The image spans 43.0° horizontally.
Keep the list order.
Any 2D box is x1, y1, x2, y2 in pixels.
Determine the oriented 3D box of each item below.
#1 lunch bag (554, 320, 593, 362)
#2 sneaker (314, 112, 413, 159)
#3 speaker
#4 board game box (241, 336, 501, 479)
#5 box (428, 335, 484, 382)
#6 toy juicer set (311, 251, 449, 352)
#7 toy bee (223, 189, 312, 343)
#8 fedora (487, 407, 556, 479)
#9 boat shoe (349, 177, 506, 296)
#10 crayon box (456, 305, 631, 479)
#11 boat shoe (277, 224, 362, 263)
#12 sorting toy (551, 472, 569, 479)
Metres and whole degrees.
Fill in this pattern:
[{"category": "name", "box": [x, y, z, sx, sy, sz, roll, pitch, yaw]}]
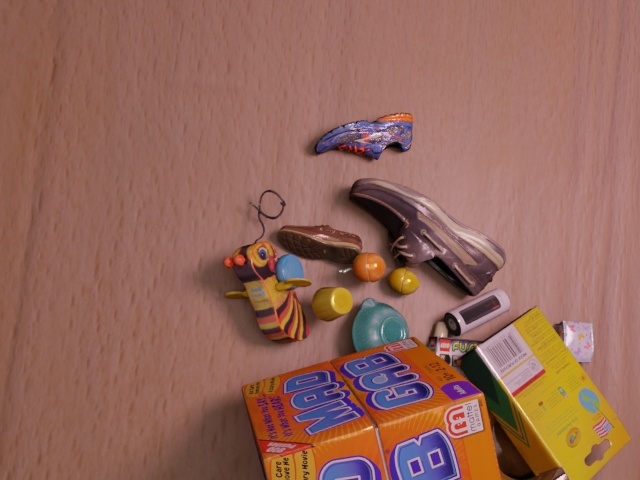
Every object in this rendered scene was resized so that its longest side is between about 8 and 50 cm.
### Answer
[{"category": "lunch bag", "box": [0.532, 0.215, 1.711, 0.071, 0.053, 0.083, 5, 71, -8]}, {"category": "sneaker", "box": [0.096, -0.210, 1.714, 0.221, 0.083, 0.087, -12, 90, -5]}, {"category": "speaker", "box": [0.325, 0.148, 1.680, 0.136, 0.055, 0.055, -22, 84, -24]}, {"category": "board game box", "box": [0.090, 0.422, 1.424, 0.356, 0.356, 0.356, -15, 100, -9]}, {"category": "box", "box": [0.316, 0.260, 1.657, 0.207, 0.036, 0.114, 9, 79, -21]}, {"category": "toy juicer set", "box": [0.145, 0.166, 1.665, 0.329, 0.089, 0.209, 46, 60, -14]}, {"category": "toy bee", "box": [-0.125, 0.069, 1.599, 0.195, 0.162, 0.298, -39, 75, 33]}, {"category": "fedora", "box": [0.389, 0.414, 1.647, 0.194, 0.079, 0.194, 1, 82, -8]}, {"category": "boat shoe", "box": [0.208, -0.005, 1.667, 0.355, 0.132, 0.130, 30, 78, 0]}, {"category": "crayon box", "box": [0.438, 0.311, 1.593, 0.202, 0.081, 0.318, -25, 75, -34]}, {"category": "boat shoe", "box": [0.000, 0.000, 1.682, 0.178, 0.064, 0.060, 13, 46, -1]}, {"category": "sorting toy", "box": [0.488, 0.565, 1.652, 0.274, 0.046, 0.132, -29, 85, -10]}]
